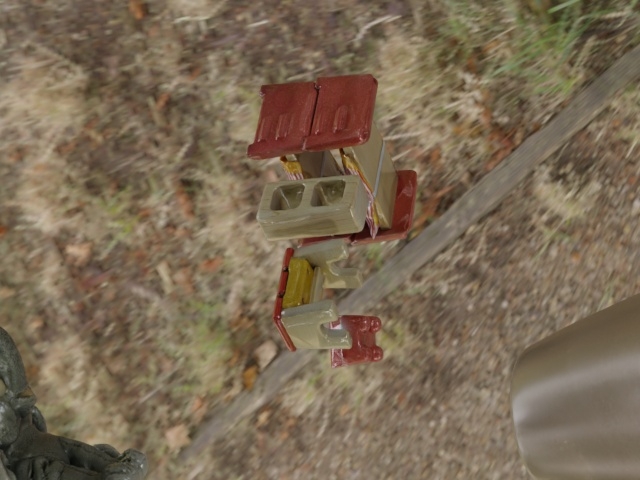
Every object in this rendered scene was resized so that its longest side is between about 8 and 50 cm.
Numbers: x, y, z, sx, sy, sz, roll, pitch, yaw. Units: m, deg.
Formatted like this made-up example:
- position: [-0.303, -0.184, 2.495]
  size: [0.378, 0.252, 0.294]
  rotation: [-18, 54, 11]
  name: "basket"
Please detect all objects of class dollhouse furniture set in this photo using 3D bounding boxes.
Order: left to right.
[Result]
- position: [0.000, 0.000, 1.785]
  size: [0.152, 0.374, 0.201]
  rotation: [-5, 139, 20]
  name: "dollhouse furniture set"

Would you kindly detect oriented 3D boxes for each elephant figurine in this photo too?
- position: [-0.288, 0.186, 1.347]
  size: [0.239, 0.186, 0.169]
  rotation: [38, 155, -5]
  name: "elephant figurine"

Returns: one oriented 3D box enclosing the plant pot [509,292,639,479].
- position: [0.308, 0.148, 1.393]
  size: [0.229, 0.263, 0.263]
  rotation: [-14, 98, 32]
  name: "plant pot"
